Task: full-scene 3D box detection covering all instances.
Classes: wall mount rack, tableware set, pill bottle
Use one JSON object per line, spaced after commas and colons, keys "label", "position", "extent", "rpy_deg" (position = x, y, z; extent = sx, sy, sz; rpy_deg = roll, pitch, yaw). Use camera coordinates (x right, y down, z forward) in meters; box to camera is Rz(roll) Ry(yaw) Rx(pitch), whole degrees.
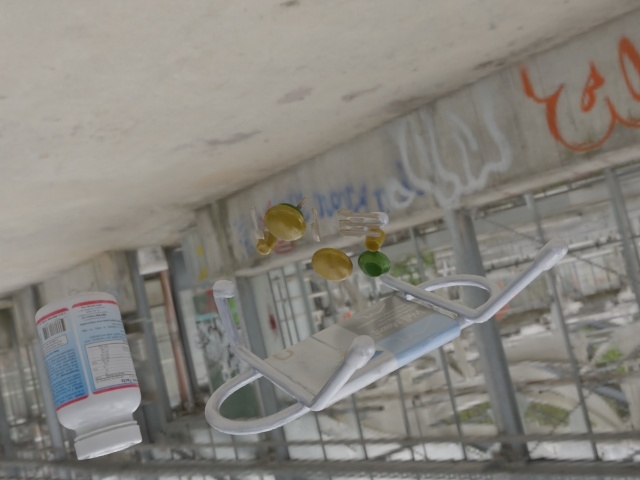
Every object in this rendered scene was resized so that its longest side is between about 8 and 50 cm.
{"label": "wall mount rack", "position": [0.055, 0.069, 0.768], "extent": [0.350, 0.130, 0.304], "rpy_deg": [-24, -159, -25]}
{"label": "tableware set", "position": [0.000, 0.000, 0.894], "extent": [0.154, 0.104, 0.024], "rpy_deg": [3, -142, 16]}
{"label": "pill bottle", "position": [-0.239, 0.141, 0.843], "extent": [0.087, 0.160, 0.087], "rpy_deg": [-17, 166, -4]}
